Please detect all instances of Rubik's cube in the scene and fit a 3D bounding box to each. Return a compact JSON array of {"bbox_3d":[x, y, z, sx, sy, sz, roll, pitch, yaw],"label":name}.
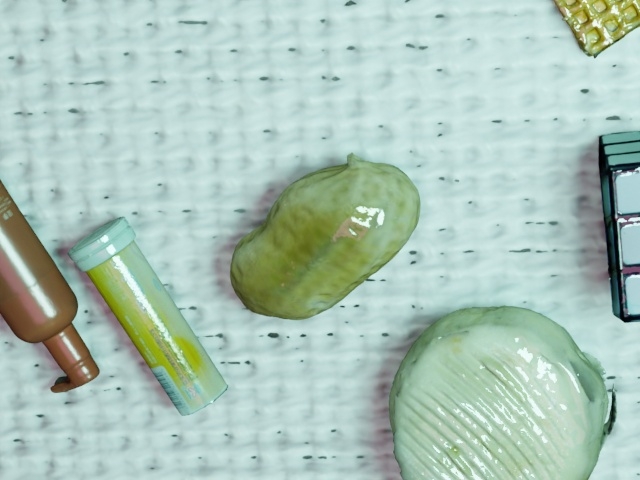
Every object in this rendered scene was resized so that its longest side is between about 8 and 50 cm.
[{"bbox_3d":[0.361,-0.021,1.707,0.163,0.162,0.160,-6,105,7],"label":"Rubik's cube"}]

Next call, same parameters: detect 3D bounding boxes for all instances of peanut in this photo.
[{"bbox_3d":[0.000,0.000,1.773,0.224,0.129,0.129,-41,97,15],"label":"peanut"}]

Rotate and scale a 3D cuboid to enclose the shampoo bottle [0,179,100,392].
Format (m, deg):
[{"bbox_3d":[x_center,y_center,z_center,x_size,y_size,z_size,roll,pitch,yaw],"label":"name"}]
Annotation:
[{"bbox_3d":[-0.316,0.052,1.844,0.085,0.085,0.244,-27,102,13],"label":"shampoo bottle"}]

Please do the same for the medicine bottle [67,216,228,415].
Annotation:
[{"bbox_3d":[-0.183,0.083,1.844,0.074,0.074,0.218,-29,102,13],"label":"medicine bottle"}]

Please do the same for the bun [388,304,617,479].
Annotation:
[{"bbox_3d":[0.190,0.177,1.792,0.239,0.141,0.239,3,103,12],"label":"bun"}]

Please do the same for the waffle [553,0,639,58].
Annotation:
[{"bbox_3d":[0.271,-0.267,1.711,0.102,0.042,0.148,-31,100,15],"label":"waffle"}]
